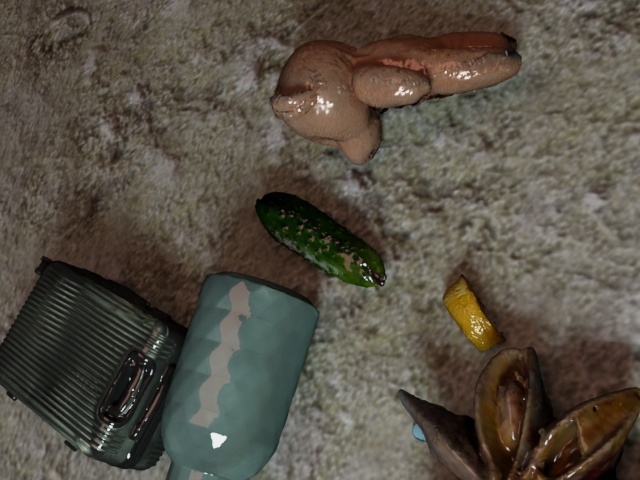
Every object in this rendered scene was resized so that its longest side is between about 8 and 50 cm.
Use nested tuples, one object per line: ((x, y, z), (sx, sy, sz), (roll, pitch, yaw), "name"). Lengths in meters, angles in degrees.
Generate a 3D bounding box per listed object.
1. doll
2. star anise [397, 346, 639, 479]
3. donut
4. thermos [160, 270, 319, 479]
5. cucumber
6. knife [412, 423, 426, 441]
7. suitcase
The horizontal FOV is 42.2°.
((0.094, -0.177, 1.025), (0.303, 0.156, 0.201), (-3, 24, 13), "doll")
((0.177, 0.249, 0.762), (0.315, 0.108, 0.316), (-11, 69, 30), "star anise")
((0.163, 0.081, 0.902), (0.037, 0.067, 0.083), (-34, 85, 7), "donut")
((-0.115, 0.190, 0.969), (0.182, 0.144, 0.287), (-11, 59, 66), "thermos")
((0.000, 0.000, 1.028), (0.227, 0.069, 0.069), (33, 88, 35), "cucumber")
((0.136, 0.213, 0.868), (0.096, 0.010, 0.027), (16, 82, 40), "knife")
((-0.299, 0.156, 1.106), (0.312, 0.128, 0.202), (22, 81, 38), "suitcase")
